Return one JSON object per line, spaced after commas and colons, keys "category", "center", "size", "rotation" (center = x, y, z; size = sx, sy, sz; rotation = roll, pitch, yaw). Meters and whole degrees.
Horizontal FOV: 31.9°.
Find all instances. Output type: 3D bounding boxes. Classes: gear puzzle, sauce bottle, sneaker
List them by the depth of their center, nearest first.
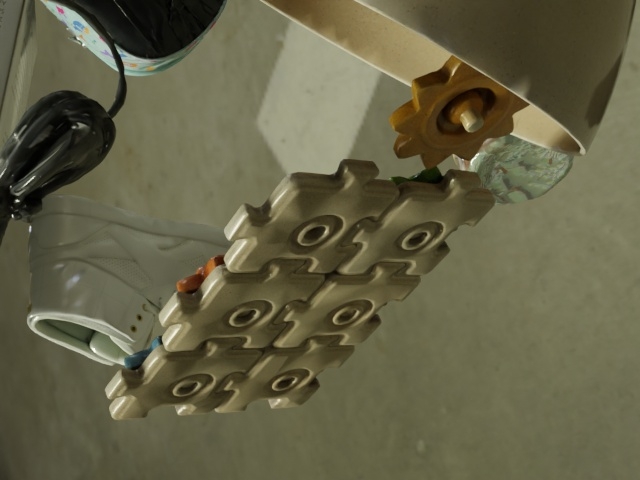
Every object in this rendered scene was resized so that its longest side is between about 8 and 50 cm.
{"category": "gear puzzle", "center": [0.000, 0.000, 0.665], "size": [0.339, 0.175, 0.044], "rotation": [-50, 52, 37]}
{"category": "sauce bottle", "center": [0.152, -0.195, 1.093], "size": [0.111, 0.111, 0.344], "rotation": [117, 151, -48]}
{"category": "sneaker", "center": [-0.174, 0.066, 1.201], "size": [0.108, 0.293, 0.169], "rotation": [-44, 41, 49]}

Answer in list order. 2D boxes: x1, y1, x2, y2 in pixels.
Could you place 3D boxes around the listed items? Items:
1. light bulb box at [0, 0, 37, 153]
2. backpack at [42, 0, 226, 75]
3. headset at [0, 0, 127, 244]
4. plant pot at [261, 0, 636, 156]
{"category": "light bulb box", "center": [-0.485, -0.095, 1.093], "size": [0.225, 0.358, 0.361], "rotation": [128, 151, -71]}
{"category": "backpack", "center": [-0.264, -0.359, 1.562], "size": [0.253, 0.225, 0.191], "rotation": [43, 162, -6]}
{"category": "headset", "center": [-0.240, -0.170, 0.511], "size": [0.185, 0.243, 0.394], "rotation": [-43, 84, 17]}
{"category": "plant pot", "center": [0.079, -0.201, 0.677], "size": [0.284, 0.284, 0.191], "rotation": [33, 96, 52]}
